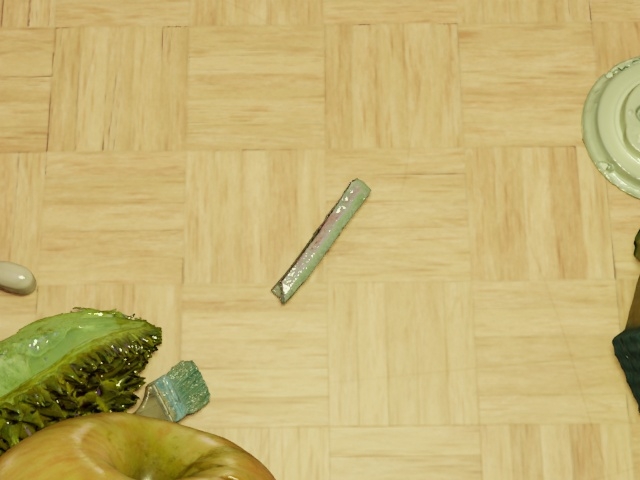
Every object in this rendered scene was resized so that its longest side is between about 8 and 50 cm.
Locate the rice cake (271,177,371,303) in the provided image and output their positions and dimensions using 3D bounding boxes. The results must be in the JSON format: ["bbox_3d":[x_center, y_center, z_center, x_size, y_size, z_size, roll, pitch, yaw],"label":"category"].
[{"bbox_3d":[0.000,0.001,1.660,0.033,0.033,0.207,36,76,1],"label":"rice cake"}]

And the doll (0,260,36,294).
[{"bbox_3d":[-0.474,0.042,1.633,0.160,0.059,0.161,36,76,10],"label":"doll"}]

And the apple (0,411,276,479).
[{"bbox_3d":[-0.229,0.387,1.359,0.391,0.391,0.346,16,98,5],"label":"apple"}]

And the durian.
[{"bbox_3d":[-0.379,0.216,1.572,0.394,0.163,0.198,-30,35,-14],"label":"durian"}]

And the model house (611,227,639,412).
[{"bbox_3d":[0.578,0.146,1.484,0.382,0.334,0.342,15,82,0],"label":"model house"}]

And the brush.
[{"bbox_3d":[-0.230,0.225,1.550,0.196,0.021,0.070,-31,98,-33],"label":"brush"}]

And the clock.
[{"bbox_3d":[0.494,-0.168,1.706,0.236,0.053,0.236,0,72,-1],"label":"clock"}]
